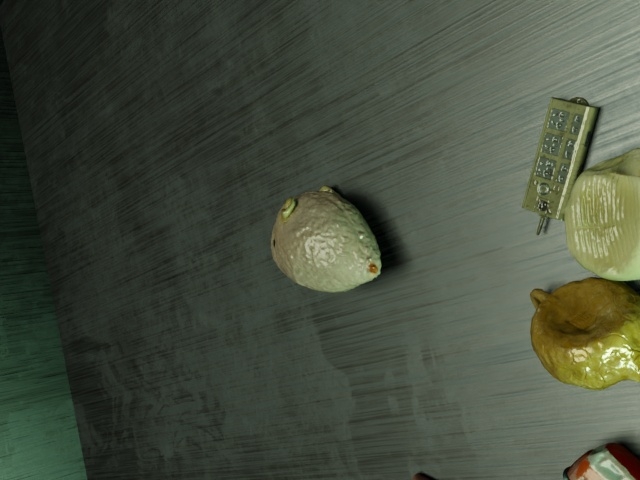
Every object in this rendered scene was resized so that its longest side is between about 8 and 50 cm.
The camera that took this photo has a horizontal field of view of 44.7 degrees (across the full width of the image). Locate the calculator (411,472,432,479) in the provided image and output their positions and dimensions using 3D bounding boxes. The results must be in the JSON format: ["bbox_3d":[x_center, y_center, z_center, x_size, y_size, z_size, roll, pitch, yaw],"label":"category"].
[{"bbox_3d":[0.291,0.676,1.689,0.329,0.048,0.220,35,116,35],"label":"calculator"}]

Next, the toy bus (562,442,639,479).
[{"bbox_3d":[0.558,0.469,1.358,0.265,0.121,0.120,46,115,33],"label":"toy bus"}]

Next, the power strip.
[{"bbox_3d":[0.443,-0.136,1.460,0.092,0.034,0.268,25,112,40],"label":"power strip"}]

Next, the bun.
[{"bbox_3d":[0.521,-0.046,1.305,0.229,0.145,0.230,20,113,58],"label":"bun"}]

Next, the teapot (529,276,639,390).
[{"bbox_3d":[0.481,0.177,1.379,0.167,0.203,0.311,55,171,-29],"label":"teapot"}]

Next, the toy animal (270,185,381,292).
[{"bbox_3d":[0.005,0.001,1.806,0.358,0.188,0.227,16,111,42],"label":"toy animal"}]
